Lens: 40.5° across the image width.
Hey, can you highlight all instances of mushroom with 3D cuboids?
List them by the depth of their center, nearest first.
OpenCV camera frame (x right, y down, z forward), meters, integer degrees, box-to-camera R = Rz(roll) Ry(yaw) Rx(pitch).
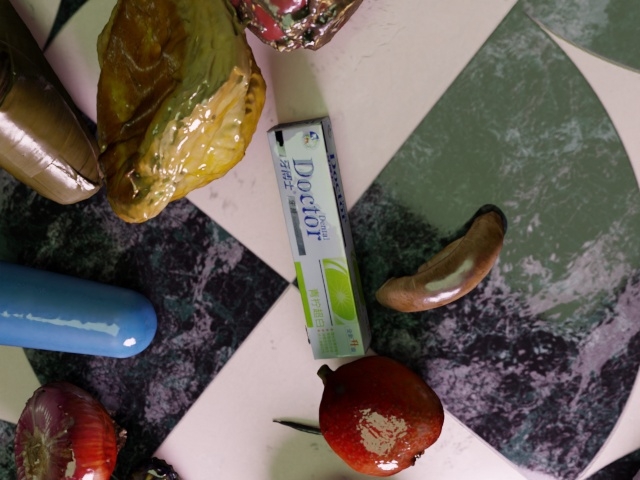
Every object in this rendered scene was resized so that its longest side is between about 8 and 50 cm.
[{"bbox_3d":[0.165,0.047,1.169,0.210,0.094,0.072,-37,91,19],"label":"mushroom"}]

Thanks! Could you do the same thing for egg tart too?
[{"bbox_3d":[-0.190,-0.190,1.126,0.351,0.153,0.339,-58,43,32],"label":"egg tart"}]

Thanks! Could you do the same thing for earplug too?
[{"bbox_3d":[-0.384,0.113,1.336,0.273,0.132,0.132,8,109,10],"label":"earplug"}]

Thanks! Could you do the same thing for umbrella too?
[{"bbox_3d":[-0.006,0.293,1.333,0.149,0.022,0.022,11,72,14],"label":"umbrella"}]

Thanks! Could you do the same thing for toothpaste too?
[{"bbox_3d":[0.000,0.000,1.215,0.081,0.067,0.336,-7,105,16],"label":"toothpaste"}]

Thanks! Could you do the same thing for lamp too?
[{"bbox_3d":[-0.069,-0.361,1.070,0.274,0.177,0.177,44,113,2],"label":"lamp"}]

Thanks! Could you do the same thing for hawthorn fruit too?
[{"bbox_3d":[0.077,0.234,1.217,0.188,0.169,0.169,48,114,8],"label":"hawthorn fruit"}]

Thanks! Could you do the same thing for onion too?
[{"bbox_3d":[-0.393,0.334,1.394,0.230,0.163,0.229,-3,85,45],"label":"onion"}]

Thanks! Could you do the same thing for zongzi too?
[{"bbox_3d":[-0.419,-0.228,1.262,0.145,0.299,0.274,-22,139,23],"label":"zongzi"}]

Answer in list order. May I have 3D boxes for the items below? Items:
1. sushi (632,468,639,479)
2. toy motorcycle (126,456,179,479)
[{"bbox_3d":[0.554,0.377,1.171,0.292,0.059,0.294,28,112,7],"label":"sushi"},{"bbox_3d":[-0.238,0.553,1.424,0.207,0.134,0.400,-29,95,23],"label":"toy motorcycle"}]
